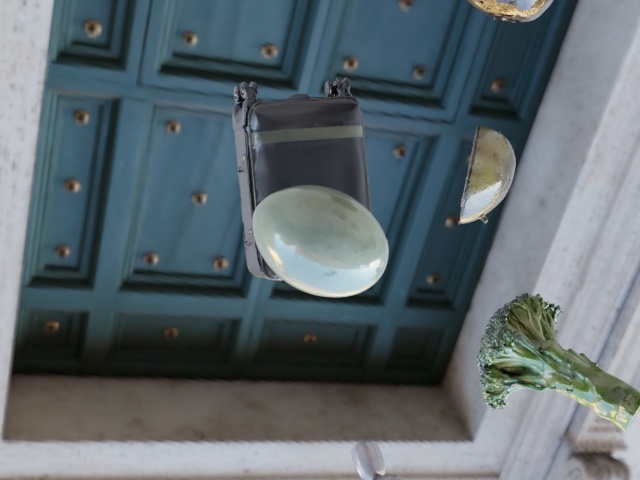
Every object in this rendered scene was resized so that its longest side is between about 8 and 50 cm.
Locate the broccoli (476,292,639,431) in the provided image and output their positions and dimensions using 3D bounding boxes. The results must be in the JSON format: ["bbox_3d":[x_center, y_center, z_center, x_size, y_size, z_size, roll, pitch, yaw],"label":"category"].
[{"bbox_3d":[0.478,0.280,2.058,0.252,0.221,0.361,-17,-141,-22],"label":"broccoli"}]

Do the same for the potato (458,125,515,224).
[{"bbox_3d":[0.399,-0.146,2.396,0.115,0.239,0.299,16,-162,7],"label":"potato"}]

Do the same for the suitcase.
[{"bbox_3d":[-0.032,-0.121,2.114,0.283,0.434,0.194,-6,-176,-19],"label":"suitcase"}]

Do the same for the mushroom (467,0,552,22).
[{"bbox_3d":[0.323,-0.565,1.925,0.345,0.239,0.345,31,-174,-4],"label":"mushroom"}]

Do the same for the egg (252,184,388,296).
[{"bbox_3d":[0.000,0.000,1.754,0.253,0.187,0.186,24,-154,-10],"label":"egg"}]

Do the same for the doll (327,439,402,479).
[{"bbox_3d":[0.071,0.409,1.533,0.160,0.161,0.059,47,-162,29],"label":"doll"}]
